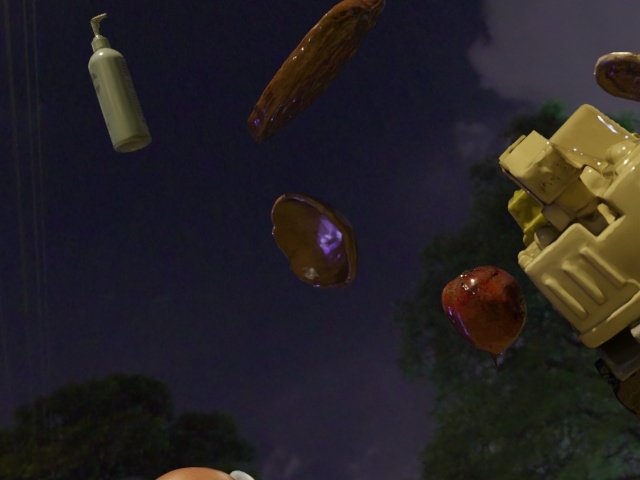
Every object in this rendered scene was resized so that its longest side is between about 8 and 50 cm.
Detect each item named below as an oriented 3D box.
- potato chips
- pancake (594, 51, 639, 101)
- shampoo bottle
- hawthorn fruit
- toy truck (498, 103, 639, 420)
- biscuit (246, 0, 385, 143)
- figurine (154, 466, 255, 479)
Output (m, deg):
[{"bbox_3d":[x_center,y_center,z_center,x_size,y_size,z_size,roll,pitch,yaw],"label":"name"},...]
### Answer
[{"bbox_3d":[0.000,-0.001,1.192,0.062,0.195,0.208,-39,-31,-29],"label":"potato chips"},{"bbox_3d":[0.537,-0.278,1.225,0.139,0.139,0.022,34,-104,-40],"label":"pancake"},{"bbox_3d":[-0.294,-0.224,1.016,0.056,0.195,0.056,-19,-7,-2],"label":"shampoo bottle"},{"bbox_3d":[0.372,0.170,1.586,0.181,0.181,0.235,-17,-84,-1],"label":"hawthorn fruit"},{"bbox_3d":[0.278,-0.009,0.668,0.180,0.254,0.405,-45,-5,18],"label":"toy truck"},{"bbox_3d":[-0.007,-0.266,1.127,0.049,0.257,0.273,44,-52,0],"label":"biscuit"},{"bbox_3d":[0.021,0.353,0.563,0.248,0.388,0.277,-19,-57,-28],"label":"figurine"}]
